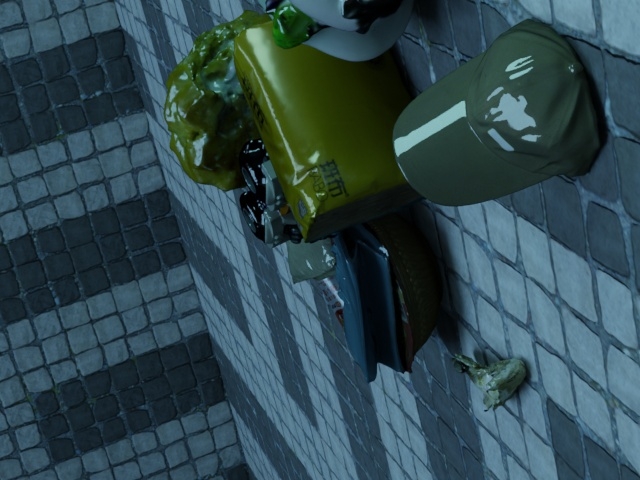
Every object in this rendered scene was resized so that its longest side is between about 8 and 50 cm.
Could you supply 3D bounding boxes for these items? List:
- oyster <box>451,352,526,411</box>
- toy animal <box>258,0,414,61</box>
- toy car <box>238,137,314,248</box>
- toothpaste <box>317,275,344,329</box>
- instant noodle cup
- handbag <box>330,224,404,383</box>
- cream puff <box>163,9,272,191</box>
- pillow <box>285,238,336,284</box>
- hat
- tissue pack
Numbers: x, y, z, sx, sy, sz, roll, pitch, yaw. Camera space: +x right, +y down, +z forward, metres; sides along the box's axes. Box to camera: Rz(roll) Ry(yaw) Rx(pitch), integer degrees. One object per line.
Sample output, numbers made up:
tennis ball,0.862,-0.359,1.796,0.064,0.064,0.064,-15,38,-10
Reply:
oyster,0.224,0.181,1.709,0.106,0.061,0.200,56,174,-19
toy animal,0.015,-0.305,1.475,0.267,0.213,0.212,130,120,-70
toy car,-0.016,-0.083,1.962,0.118,0.193,0.301,58,165,20
toothpaste,0.041,0.101,2.283,0.234,0.057,0.089,63,155,2
instant noodle cup,0.105,0.046,1.859,0.274,0.091,0.274,160,90,-76
handbag,0.053,0.073,1.803,0.144,0.057,0.221,-123,18,-52
cream puff,-0.126,-0.220,2.044,0.185,0.282,0.282,-130,25,-56
pillow,0.000,0.000,2.187,0.181,0.078,0.134,-22,80,61
hat,0.160,-0.118,1.270,0.144,0.173,0.166,97,150,-74
tissue pack,0.018,-0.160,1.703,0.134,0.192,0.271,114,134,-72
